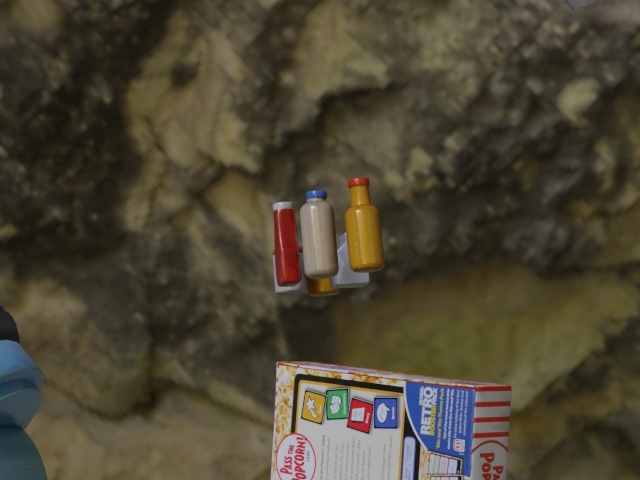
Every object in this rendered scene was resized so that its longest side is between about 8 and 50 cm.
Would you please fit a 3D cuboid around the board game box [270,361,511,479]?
[{"bbox_3d":[0.046,0.169,1.294,0.045,0.193,0.146,4,-90,-48],"label":"board game box"}]

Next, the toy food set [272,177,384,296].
[{"bbox_3d":[0.000,0.000,2.062,0.111,0.104,0.232,-3,-9,-11],"label":"toy food set"}]

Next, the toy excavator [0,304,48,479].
[{"bbox_3d":[-0.369,0.318,1.622,0.433,0.445,0.222,-45,-15,9],"label":"toy excavator"}]

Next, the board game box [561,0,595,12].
[{"bbox_3d":[0.261,-0.293,1.239,0.305,0.053,0.193,-27,-39,23],"label":"board game box"}]
